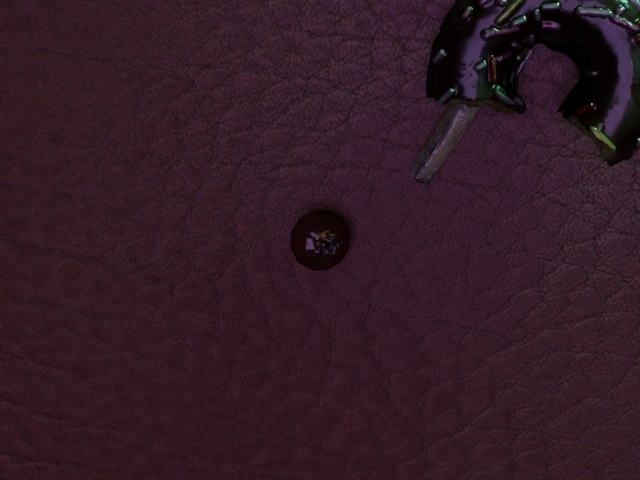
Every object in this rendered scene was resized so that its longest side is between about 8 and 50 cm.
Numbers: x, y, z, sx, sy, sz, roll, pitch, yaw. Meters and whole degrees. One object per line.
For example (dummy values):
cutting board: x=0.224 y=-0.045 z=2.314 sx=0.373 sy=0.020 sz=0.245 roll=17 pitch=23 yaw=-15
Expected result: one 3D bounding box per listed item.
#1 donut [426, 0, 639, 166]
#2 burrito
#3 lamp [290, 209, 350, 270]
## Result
donut: x=0.339 y=-0.271 z=1.442 sx=0.345 sy=0.136 sz=0.259 roll=21 pitch=104 yaw=5
burrito: x=0.198 y=-0.168 z=1.583 sx=0.045 sy=0.041 sz=0.185 roll=19 pitch=113 yaw=-38
lamp: x=0.000 y=0.000 z=1.643 sx=0.101 sy=0.090 sz=0.101 roll=-8 pitch=109 yaw=-26
